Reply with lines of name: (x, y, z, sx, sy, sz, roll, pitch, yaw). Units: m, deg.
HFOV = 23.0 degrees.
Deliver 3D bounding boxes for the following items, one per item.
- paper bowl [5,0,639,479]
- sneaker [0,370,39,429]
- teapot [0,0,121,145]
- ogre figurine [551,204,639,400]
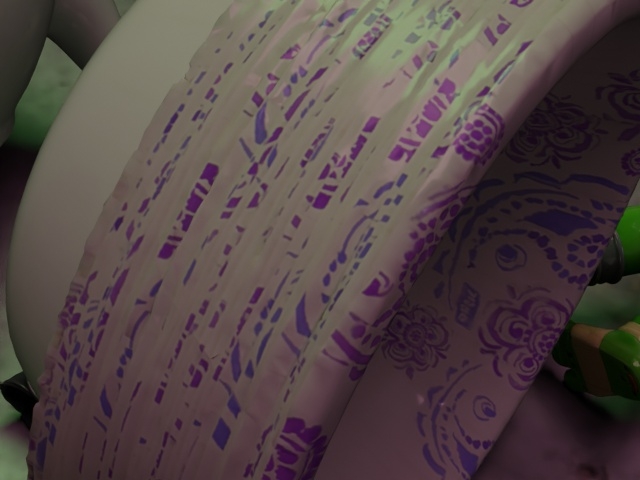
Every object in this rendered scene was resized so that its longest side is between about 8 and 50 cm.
paper bowl: (0.000, 0.000, 0.563, 0.148, 0.284, 0.284, 31, 50, 17)
sneaker: (-0.109, 0.050, 0.659, 0.069, 0.038, 0.098, -3, 50, -16)
teapot: (-0.222, -0.075, 0.657, 0.256, 0.187, 0.252, -4, 24, 18)
ogre figurine: (0.188, 0.050, 0.691, 0.118, 0.097, 0.197, -33, 51, -21)
